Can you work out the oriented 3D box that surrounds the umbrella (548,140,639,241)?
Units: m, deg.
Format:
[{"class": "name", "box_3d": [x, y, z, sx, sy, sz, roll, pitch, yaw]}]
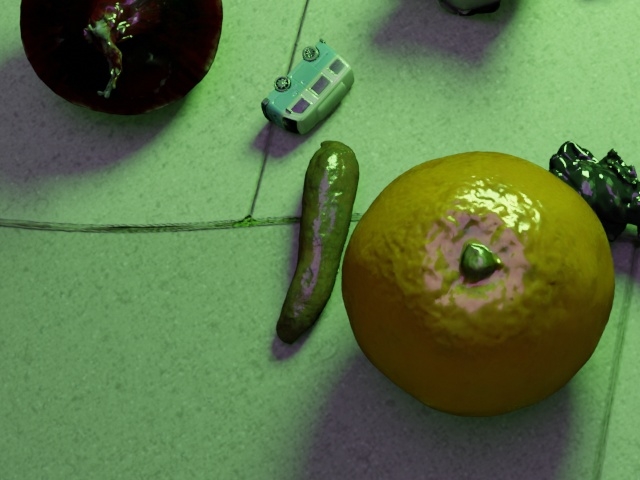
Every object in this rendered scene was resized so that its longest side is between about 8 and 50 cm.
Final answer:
[{"class": "umbrella", "box_3d": [0.403, -0.038, 1.636, 0.272, 0.110, 0.122, 15, 74, 11]}]

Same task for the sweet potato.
[{"class": "sweet potato", "box_3d": [0.000, 0.000, 1.720, 0.075, 0.075, 0.273, 8, 77, 14]}]

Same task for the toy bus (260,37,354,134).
[{"class": "toy bus", "box_3d": [-0.014, -0.198, 1.796, 0.075, 0.060, 0.123, 39, 79, 17]}]

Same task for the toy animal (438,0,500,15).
[{"class": "toy animal", "box_3d": [0.241, -0.489, 1.788, 0.257, 0.194, 0.357, 7, 63, 38]}]

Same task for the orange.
[{"class": "orange", "box_3d": [0.179, 0.048, 1.543, 0.312, 0.312, 0.312, -4, 70, 10]}]

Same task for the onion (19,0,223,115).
[{"class": "onion", "box_3d": [-0.266, -0.289, 1.769, 0.273, 0.285, 0.273, 0, 105, 2]}]
